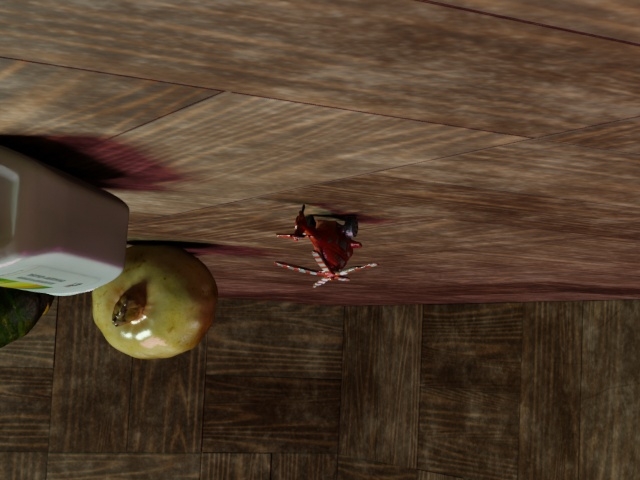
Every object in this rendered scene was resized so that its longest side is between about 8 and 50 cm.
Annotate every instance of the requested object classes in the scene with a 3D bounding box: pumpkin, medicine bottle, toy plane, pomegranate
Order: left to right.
[{"bbox_3d":[-0.461,0.056,1.639,0.237,0.159,0.238,-11,-162,4],"label":"pumpkin"},{"bbox_3d":[-0.284,-0.013,1.175,0.179,0.124,0.324,2,176,8],"label":"medicine bottle"},{"bbox_3d":[-0.268,0.093,2.006,0.207,0.207,0.207,3,175,0],"label":"pomegranate"},{"bbox_3d":[-0.007,0.000,1.467,0.126,0.077,0.194,-6,163,37],"label":"toy plane"}]

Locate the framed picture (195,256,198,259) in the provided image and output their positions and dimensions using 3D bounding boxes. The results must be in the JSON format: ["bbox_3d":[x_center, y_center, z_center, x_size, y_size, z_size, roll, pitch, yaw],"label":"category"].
[{"bbox_3d":[-0.360,0.027,2.223,0.259,0.023,0.189,4,177,-18],"label":"framed picture"}]
